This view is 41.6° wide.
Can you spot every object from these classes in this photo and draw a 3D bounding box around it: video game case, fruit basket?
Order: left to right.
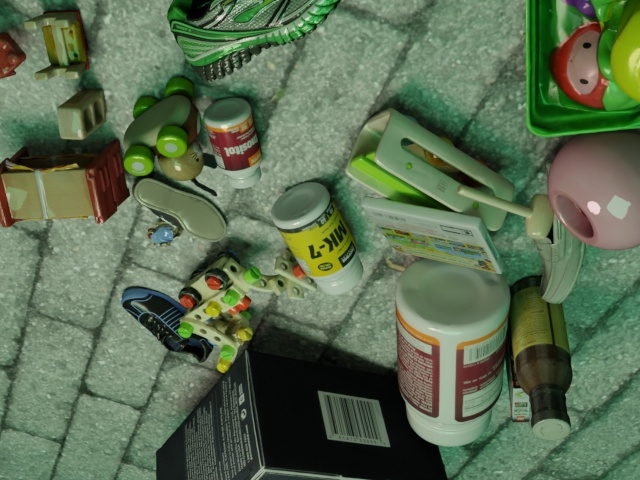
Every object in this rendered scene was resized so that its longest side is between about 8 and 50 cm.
[{"bbox_3d":[0.210,-0.010,1.555,0.227,0.026,0.206,12,161,29],"label":"video game case"},{"bbox_3d":[0.428,-0.291,1.162,0.283,0.392,0.392,-5,131,10],"label":"fruit basket"}]

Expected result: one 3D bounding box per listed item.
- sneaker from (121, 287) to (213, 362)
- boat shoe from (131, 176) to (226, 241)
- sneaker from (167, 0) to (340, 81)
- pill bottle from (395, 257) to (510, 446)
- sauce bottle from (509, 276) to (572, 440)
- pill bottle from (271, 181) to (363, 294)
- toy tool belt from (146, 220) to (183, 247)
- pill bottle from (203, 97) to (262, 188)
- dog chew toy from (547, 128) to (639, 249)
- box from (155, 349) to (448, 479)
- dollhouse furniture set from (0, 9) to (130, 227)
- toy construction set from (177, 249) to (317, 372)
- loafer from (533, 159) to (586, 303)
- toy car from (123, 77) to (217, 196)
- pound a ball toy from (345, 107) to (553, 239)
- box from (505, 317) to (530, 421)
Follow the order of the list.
[{"bbox_3d":[-0.335,0.188,1.850,0.232,0.090,0.081,27,129,-18],"label":"sneaker"},{"bbox_3d":[-0.278,-0.063,1.656,0.206,0.075,0.065,30,171,-26],"label":"boat shoe"},{"bbox_3d":[-0.093,-0.373,1.295,0.343,0.134,0.146,-23,125,24],"label":"sneaker"},{"bbox_3d":[0.269,0.235,1.741,0.224,0.224,0.392,0,132,6],"label":"pill bottle"},{"bbox_3d":[0.428,0.224,1.634,0.111,0.344,0.111,5,133,5],"label":"sauce bottle"},{"bbox_3d":[0.000,0.000,1.629,0.119,0.119,0.208,-16,129,19],"label":"pill bottle"},{"bbox_3d":[-0.318,-0.010,1.697,0.083,0.051,0.052,-16,128,19],"label":"toy tool belt"},{"bbox_3d":[-0.152,-0.172,1.513,0.086,0.086,0.152,-4,132,10],"label":"pill bottle"},{"bbox_3d":[0.535,-0.133,1.371,0.332,0.206,0.206,-36,126,-8],"label":"dog chew toy"},{"bbox_3d":[-0.058,0.522,1.913,0.480,0.297,0.472,15,132,-30],"label":"box"},{"bbox_3d":[-0.482,-0.216,1.496,0.201,0.152,0.374,-1,114,7],"label":"dollhouse furniture set"},{"bbox_3d":[-0.169,0.130,1.740,0.215,0.151,0.328,43,120,-16],"label":"toy construction set"},{"bbox_3d":[0.442,-0.018,1.578,0.111,0.112,0.319,4,123,3],"label":"loafer"},{"bbox_3d":[-0.239,-0.161,1.498,0.149,0.155,0.188,-24,135,25],"label":"toy car"},{"bbox_3d":[0.235,-0.117,1.467,0.319,0.135,0.208,28,163,-18],"label":"pound a ball toy"},{"bbox_3d":[0.410,0.262,1.760,0.036,0.207,0.114,-3,131,8],"label":"box"}]
